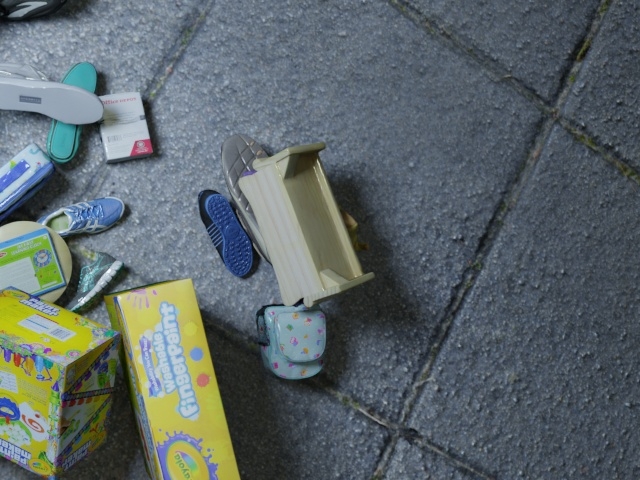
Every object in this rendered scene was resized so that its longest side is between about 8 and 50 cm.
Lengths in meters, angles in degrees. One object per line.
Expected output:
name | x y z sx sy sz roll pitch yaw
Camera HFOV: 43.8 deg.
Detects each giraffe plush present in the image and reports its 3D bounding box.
giraffe plush | 0.000 0.000 2.015 0.170 0.181 0.210 -41 135 -7

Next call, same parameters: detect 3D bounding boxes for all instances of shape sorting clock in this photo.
shape sorting clock | -0.654 0.059 1.757 0.206 0.040 0.206 -8 104 -31

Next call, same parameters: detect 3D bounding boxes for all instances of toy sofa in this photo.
toy sofa | -0.034 -0.034 1.864 0.150 0.177 0.363 -18 86 -51

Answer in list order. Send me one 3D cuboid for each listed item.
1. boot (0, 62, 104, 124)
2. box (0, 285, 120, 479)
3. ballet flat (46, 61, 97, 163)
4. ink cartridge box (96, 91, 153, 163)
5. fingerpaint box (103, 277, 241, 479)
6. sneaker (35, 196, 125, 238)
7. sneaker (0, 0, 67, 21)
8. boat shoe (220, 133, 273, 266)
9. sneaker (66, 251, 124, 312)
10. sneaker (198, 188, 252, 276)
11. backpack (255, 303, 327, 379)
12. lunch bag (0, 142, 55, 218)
boot | -0.609 -0.338 1.763 0.258 0.123 0.095 10 128 -20
box | -0.595 0.289 1.639 0.289 0.177 0.279 20 112 17
ballet flat | -0.584 -0.295 1.848 0.083 0.087 0.248 17 78 -24
ink cartridge box | -0.472 -0.269 1.898 0.109 0.063 0.151 -12 90 -20
fingerpaint box | -0.333 0.314 1.748 0.163 0.371 0.445 -14 90 -20
sneaker | -0.554 -0.048 1.845 0.211 0.081 0.080 -22 93 -19
sneaker | -0.780 -0.496 1.720 0.482 0.185 0.202 -12 60 -11
boat shoe | -0.162 -0.084 1.953 0.132 0.130 0.356 -22 89 -28
sneaker | -0.539 0.096 1.862 0.076 0.065 0.166 39 71 4
sneaker | -0.236 -0.023 1.963 0.081 0.090 0.232 -26 117 -18
backpack | -0.066 0.252 1.968 0.165 0.144 0.189 -3 90 -25
lunch bag | -0.688 -0.115 1.753 0.219 0.176 0.090 -45 101 -17
